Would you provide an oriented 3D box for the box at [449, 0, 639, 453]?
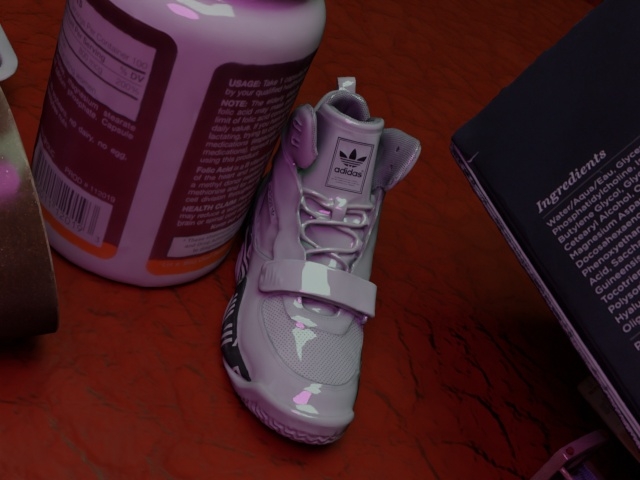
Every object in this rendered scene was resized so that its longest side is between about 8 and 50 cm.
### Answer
[{"bbox_3d":[0.431,0.065,0.801,0.480,0.297,0.471,33,21,-38],"label":"box"}]

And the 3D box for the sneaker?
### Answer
[{"bbox_3d":[0.000,0.000,0.843,0.138,0.210,0.365,15,39,-15],"label":"sneaker"}]

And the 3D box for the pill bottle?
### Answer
[{"bbox_3d":[-0.128,-0.165,0.810,0.224,0.392,0.224,17,38,-14],"label":"pill bottle"}]

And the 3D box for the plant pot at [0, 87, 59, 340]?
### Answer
[{"bbox_3d":[-0.344,-0.002,0.666,0.231,0.215,0.215,-15,52,-25],"label":"plant pot"}]

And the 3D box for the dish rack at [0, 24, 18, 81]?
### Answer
[{"bbox_3d":[-0.516,-0.227,0.918,0.333,0.072,0.285,-7,47,-37],"label":"dish rack"}]

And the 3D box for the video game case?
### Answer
[{"bbox_3d":[0.329,0.230,0.791,0.227,0.026,0.206,49,6,4],"label":"video game case"}]

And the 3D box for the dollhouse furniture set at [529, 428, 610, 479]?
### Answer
[{"bbox_3d":[0.188,0.261,0.712,0.184,0.129,0.129,-10,50,-39],"label":"dollhouse furniture set"}]
